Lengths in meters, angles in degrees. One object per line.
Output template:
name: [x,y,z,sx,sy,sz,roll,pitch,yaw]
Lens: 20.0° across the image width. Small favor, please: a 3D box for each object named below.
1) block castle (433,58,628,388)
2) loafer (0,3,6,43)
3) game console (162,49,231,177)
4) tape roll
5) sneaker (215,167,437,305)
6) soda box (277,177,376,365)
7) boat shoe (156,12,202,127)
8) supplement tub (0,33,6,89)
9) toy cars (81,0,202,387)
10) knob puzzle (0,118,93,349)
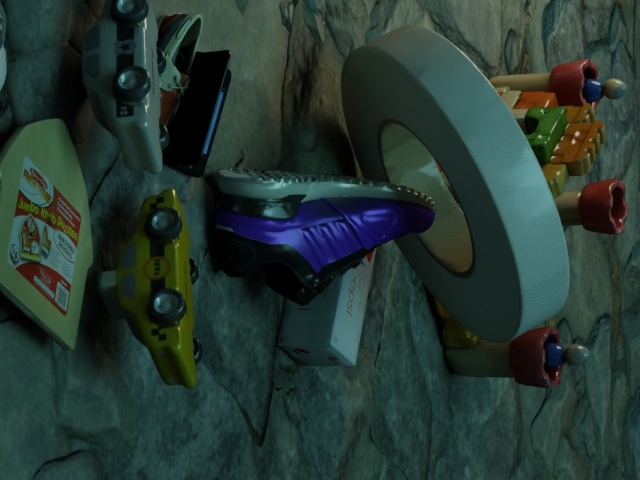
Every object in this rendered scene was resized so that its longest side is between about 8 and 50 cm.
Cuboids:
block castle: [0.312,-0.035,2.559,0.453,0.213,0.303,-57,137,-47]
loafer: [-0.322,-0.078,1.448,0.102,0.092,0.268,20,85,-33]
game console: [-0.111,-0.128,1.863,0.107,0.071,0.122,26,79,-60]
tape roll: [0.151,-0.064,2.114,0.072,0.392,0.392,-28,122,-16]
sneaker: [-0.001,0.000,2.021,0.293,0.102,0.146,3,96,-38]
soda box: [0.014,0.037,2.121,0.069,0.074,0.216,44,51,-53]
boat shoe: [-0.152,-0.170,1.840,0.049,0.043,0.137,45,51,-56]
supplement tub: [-0.358,-0.232,1.226,0.235,0.235,0.324,-39,123,-57]
toy cars: [-0.181,-0.053,1.729,0.176,0.087,0.393,-74,156,-82]
knob puzzle: [-0.257,-0.022,1.636,0.213,0.030,0.213,-4,90,-72]
